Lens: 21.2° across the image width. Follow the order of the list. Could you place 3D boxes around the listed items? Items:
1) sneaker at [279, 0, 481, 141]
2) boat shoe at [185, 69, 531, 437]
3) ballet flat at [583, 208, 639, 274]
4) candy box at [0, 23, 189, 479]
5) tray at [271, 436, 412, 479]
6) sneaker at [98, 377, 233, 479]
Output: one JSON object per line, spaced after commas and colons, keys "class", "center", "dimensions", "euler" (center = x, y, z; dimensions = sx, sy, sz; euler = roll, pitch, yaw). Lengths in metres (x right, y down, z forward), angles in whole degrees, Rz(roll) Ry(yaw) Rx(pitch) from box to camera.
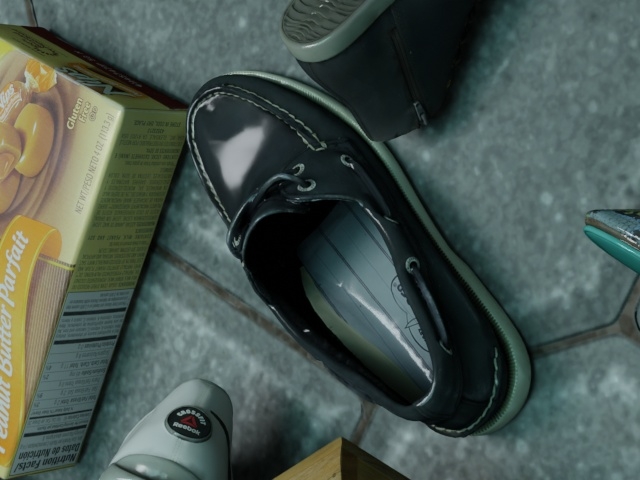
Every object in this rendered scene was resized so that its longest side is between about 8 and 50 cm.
{"class": "sneaker", "center": [0.081, -0.173, 1.141], "dimensions": [0.222, 0.118, 0.083], "euler": [-41, 45, 0]}
{"class": "boat shoe", "center": [-0.002, 0.003, 1.173], "dimensions": [0.127, 0.113, 0.340], "euler": [-48, 65, 27]}
{"class": "ballet flat", "center": [0.248, 0.021, 1.037], "dimensions": [0.188, 0.070, 0.070], "euler": [38, 112, 26]}
{"class": "candy box", "center": [-0.235, 0.006, 1.354], "dimensions": [0.183, 0.087, 0.316], "euler": [31, 110, 33]}
{"class": "tray", "center": [-0.059, 0.292, 1.172], "dimensions": [0.411, 0.203, 0.076], "euler": [-35, 35, 32]}
{"class": "sneaker", "center": [-0.125, 0.232, 1.280], "dimensions": [0.122, 0.146, 0.330], "euler": [26, 134, -2]}
